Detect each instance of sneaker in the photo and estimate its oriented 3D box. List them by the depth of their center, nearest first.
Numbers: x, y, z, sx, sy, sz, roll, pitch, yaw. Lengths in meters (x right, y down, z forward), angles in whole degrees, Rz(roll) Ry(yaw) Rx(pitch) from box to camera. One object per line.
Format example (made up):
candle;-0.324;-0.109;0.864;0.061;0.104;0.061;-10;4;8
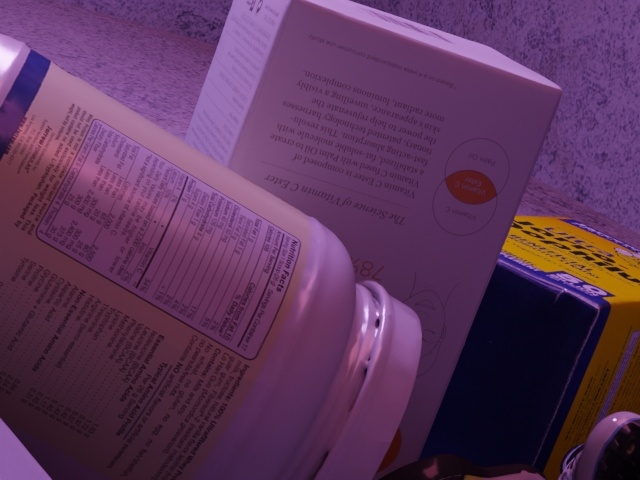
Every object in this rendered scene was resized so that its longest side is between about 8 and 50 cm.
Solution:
sneaker;0.109;0.216;1.189;0.234;0.084;0.097;18;48;-56
sneaker;0.212;0.180;1.261;0.086;0.085;0.237;43;-12;25

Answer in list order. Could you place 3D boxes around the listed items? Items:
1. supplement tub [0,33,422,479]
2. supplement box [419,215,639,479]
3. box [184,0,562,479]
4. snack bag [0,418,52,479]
supplement tub;-0.126;0.048;1.024;0.325;0.235;0.235;31;9;-14
supplement box;0.202;0.099;1.519;0.194;0.195;0.356;27;13;27
box;0.000;0.000;1.247;0.215;0.345;0.168;17;12;-18
snack bag;-0.211;0.145;0.686;0.323;0.037;0.342;49;23;9
